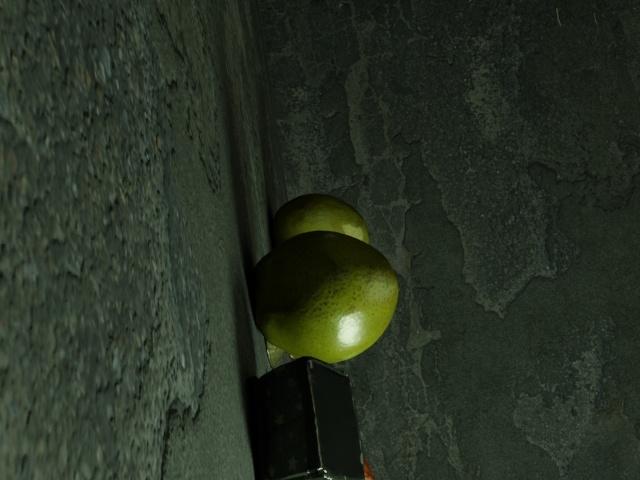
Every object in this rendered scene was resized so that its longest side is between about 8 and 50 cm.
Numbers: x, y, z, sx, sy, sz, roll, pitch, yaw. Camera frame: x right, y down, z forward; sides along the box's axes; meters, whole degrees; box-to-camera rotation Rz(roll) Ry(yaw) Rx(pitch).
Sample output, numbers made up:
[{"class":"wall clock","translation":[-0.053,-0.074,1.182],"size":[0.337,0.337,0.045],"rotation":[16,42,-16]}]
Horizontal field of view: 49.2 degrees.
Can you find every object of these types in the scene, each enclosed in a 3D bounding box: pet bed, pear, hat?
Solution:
[{"class":"pet bed","translation":[-0.036,0.317,1.155],"size":[0.183,0.159,0.210],"rotation":[34,40,-53]},{"class":"pear","translation":[0.012,0.114,1.400],"size":[0.294,0.294,0.294],"rotation":[-9,90,-89]},{"class":"pear","translation":[0.000,0.000,2.149],"size":[0.304,0.304,0.303],"rotation":[-9,90,-89]},{"class":"hat","translation":[-0.083,0.206,1.536],"size":[0.146,0.067,0.146],"rotation":[-8,90,-89]}]

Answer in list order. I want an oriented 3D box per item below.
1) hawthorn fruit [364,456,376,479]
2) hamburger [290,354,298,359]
[{"class":"hawthorn fruit","translation":[0.023,0.535,1.589],"size":[0.207,0.208,0.243],"rotation":[-95,171,-82]},{"class":"hamburger","translation":[-0.014,0.219,1.872],"size":[0.108,0.214,0.213],"rotation":[-86,167,-81]}]
